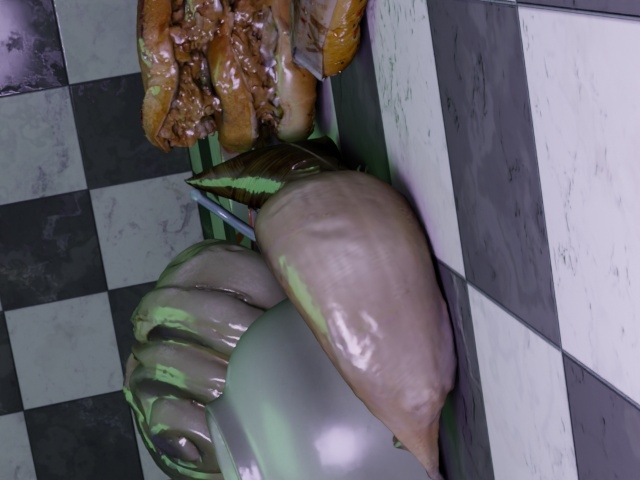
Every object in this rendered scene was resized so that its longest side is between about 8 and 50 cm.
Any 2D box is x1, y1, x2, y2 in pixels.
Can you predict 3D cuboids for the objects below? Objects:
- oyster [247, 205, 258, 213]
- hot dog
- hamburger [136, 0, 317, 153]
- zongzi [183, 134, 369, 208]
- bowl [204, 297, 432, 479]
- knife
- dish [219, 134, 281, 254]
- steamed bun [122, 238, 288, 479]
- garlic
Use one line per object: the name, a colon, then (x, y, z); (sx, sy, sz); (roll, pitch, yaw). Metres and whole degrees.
oyster: (-0.002, -0.002, 1.949); (0.128, 0.078, 0.345); (49, 176, -16)
hot dog: (0.009, -0.256, 1.591); (0.252, 0.069, 0.131); (100, 167, -59)
hamburger: (-0.117, -0.211, 1.959); (0.245, 0.211, 0.260); (-141, 46, -82)
zongzi: (-0.050, -0.058, 1.807); (0.187, 0.184, 0.084); (-130, 34, -72)
bowl: (-0.011, 0.229, 1.768); (0.354, 0.185, 0.353); (161, 90, -79)
knife: (-0.065, 0.002, 1.884); (0.015, 0.210, 0.028); (-58, 15, -7)
dish: (-0.082, -0.087, 2.307); (0.260, 0.085, 0.260); (171, 90, -82)
steamed bun: (-0.138, 0.192, 2.175); (0.339, 0.247, 0.352); (48, 149, 18)
garlic: (0.057, 0.067, 1.544); (0.338, 0.151, 0.196); (59, 174, 30)
